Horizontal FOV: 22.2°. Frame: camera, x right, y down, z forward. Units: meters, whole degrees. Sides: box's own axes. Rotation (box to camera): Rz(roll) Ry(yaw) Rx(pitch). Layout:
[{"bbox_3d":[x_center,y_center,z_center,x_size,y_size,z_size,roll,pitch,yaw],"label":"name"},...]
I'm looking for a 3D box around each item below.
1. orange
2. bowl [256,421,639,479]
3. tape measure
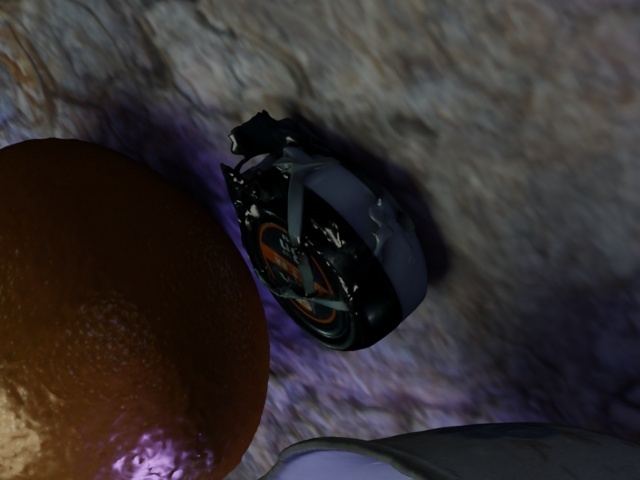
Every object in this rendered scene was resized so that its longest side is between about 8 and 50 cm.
[{"bbox_3d":[-0.122,0.050,0.795,0.206,0.206,0.206,36,151,24],"label":"orange"},{"bbox_3d":[0.124,0.170,0.609,0.313,0.146,0.313,42,151,29],"label":"bowl"},{"bbox_3d":[0.001,0.002,0.690,0.094,0.054,0.091,41,155,30],"label":"tape measure"}]
